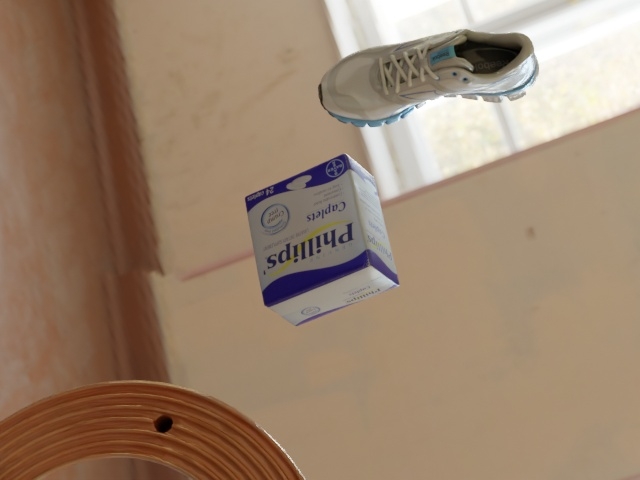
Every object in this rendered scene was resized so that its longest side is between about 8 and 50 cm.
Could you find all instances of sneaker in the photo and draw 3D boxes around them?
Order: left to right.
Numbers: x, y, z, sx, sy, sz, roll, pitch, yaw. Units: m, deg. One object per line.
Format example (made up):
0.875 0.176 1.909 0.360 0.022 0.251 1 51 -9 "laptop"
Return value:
0.090 -0.147 1.140 0.083 0.190 0.071 67 12 -79 "sneaker"

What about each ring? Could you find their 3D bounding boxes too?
-0.151 0.259 0.947 0.032 0.336 0.337 65 10 -61 "ring"

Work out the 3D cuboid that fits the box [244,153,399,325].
0.000 0.000 1.422 0.072 0.126 0.137 38 34 -56 "box"
